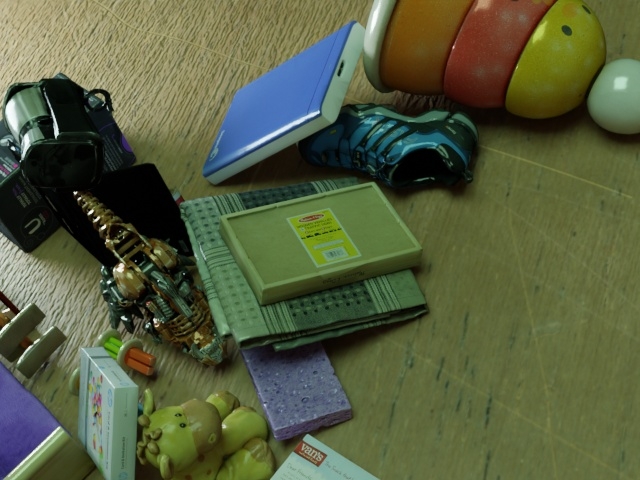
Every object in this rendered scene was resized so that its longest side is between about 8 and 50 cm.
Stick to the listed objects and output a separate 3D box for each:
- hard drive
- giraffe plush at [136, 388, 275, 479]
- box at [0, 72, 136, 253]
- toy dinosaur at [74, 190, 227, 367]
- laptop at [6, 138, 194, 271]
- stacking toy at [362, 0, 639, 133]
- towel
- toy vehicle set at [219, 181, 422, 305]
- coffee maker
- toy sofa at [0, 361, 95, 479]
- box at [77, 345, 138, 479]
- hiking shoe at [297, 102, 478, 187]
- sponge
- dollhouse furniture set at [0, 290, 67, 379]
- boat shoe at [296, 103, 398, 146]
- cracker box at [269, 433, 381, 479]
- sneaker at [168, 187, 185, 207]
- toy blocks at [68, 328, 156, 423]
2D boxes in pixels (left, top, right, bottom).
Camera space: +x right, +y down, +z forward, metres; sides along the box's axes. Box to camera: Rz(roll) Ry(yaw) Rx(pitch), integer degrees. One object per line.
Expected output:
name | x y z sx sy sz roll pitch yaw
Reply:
hard drive | -0.065 -0.229 1.915 0.319 0.040 0.210 -22 39 46
giraffe plush | -0.183 0.281 1.568 0.181 0.170 0.210 31 67 35
box | -0.494 -0.140 2.018 0.270 0.165 0.143 -44 52 -17
toy dinosaur | -0.255 0.052 1.737 0.164 0.218 0.322 -18 90 -15
laptop | -0.357 -0.071 1.870 0.136 0.234 0.264 -41 51 -16
stacking toy | 0.341 -0.316 1.831 0.480 0.350 0.350 29 65 15
towel | -0.032 0.033 1.746 0.312 0.056 0.324 -9 45 -18
toy vehicle set | 0.000 0.000 1.718 0.267 0.035 0.166 -13 47 -21
coffee maker | -0.385 -0.168 1.720 0.171 0.120 0.178 -24 44 -10
toy sofa | -0.517 0.255 1.704 0.150 0.177 0.362 -43 51 -16
box | -0.304 0.247 1.608 0.038 0.145 0.186 -1 14 -27
hiking shoe | 0.101 -0.149 1.841 0.304 0.113 0.132 -2 41 18
sponge | -0.045 0.192 1.669 0.117 0.031 0.210 -17 47 -11
dollhouse furniture set | -0.544 0.060 1.814 0.262 0.259 0.135 32 72 35
boat shoe | 0.046 -0.199 1.948 0.184 0.066 0.063 -16 35 9
cracker box | -0.023 0.392 1.492 0.156 0.067 0.232 27 66 33
sneaker | -0.257 -0.058 1.959 0.042 0.067 0.118 -45 22 -15
toy blocks | -0.298 0.213 1.735 0.148 0.054 0.123 23 70 32
